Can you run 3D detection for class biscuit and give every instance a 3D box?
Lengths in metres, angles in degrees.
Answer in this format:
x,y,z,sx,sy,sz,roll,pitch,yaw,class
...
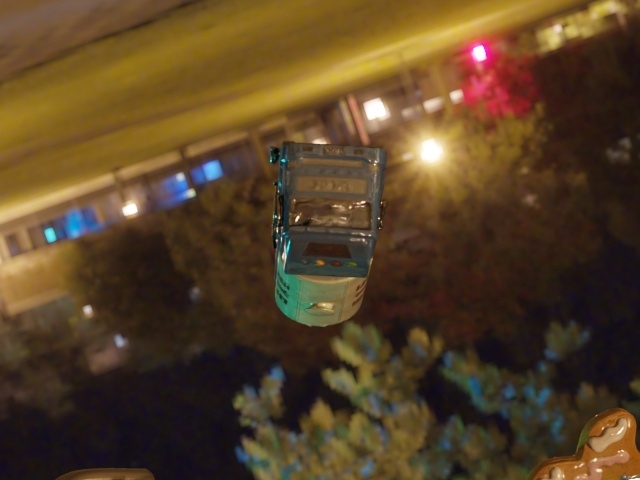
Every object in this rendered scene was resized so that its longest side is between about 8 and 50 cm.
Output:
x,y,z,sx,sy,sz,roll,pitch,yaw,class
0.281,0.251,1.348,0.138,0.205,0.031,-39,-163,-3,biscuit

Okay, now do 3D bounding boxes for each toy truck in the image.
x,y,z,sx,sy,sz,roll,pitch,yaw,class
0.000,0.000,0.986,0.074,0.088,0.202,5,164,-2,toy truck

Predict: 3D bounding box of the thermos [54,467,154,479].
x,y,z,sx,sy,sz,roll,pitch,yaw,class
-0.214,0.281,1.469,0.193,0.137,0.105,10,-159,-34,thermos
